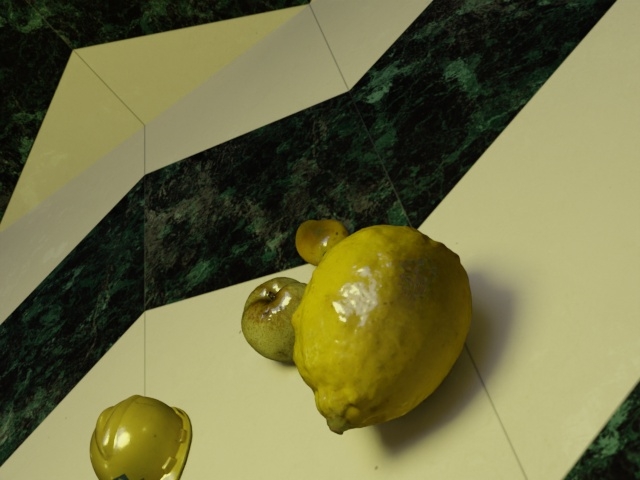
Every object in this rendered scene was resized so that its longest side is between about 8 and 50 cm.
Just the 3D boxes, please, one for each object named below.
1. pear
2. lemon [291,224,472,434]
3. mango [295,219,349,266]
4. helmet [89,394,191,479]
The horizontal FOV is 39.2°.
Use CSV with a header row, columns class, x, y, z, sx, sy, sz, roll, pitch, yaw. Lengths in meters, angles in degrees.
class,x,y,z,sx,sy,sz,roll,pitch,yaw
pear,-0.069,0.143,1.665,0.167,0.136,0.167,-24,33,17
lemon,0.093,0.131,1.401,0.285,0.285,0.316,34,100,57
mango,0.000,0.000,1.823,0.103,0.076,0.161,-50,29,-5
helmet,-0.363,0.384,1.692,0.205,0.140,0.257,-29,32,19
